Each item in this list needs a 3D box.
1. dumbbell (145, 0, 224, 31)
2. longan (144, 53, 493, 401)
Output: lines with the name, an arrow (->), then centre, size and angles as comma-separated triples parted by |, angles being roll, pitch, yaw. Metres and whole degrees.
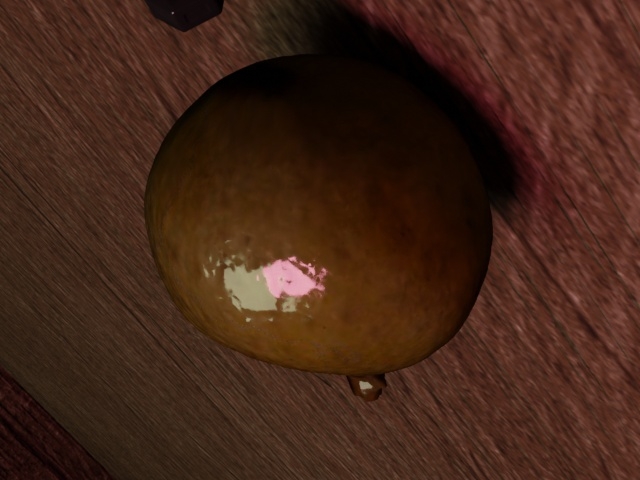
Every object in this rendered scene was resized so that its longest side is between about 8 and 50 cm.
dumbbell -> -0.071, -0.133, 0.818 | 0.036, 0.040, 0.083 | -1, 148, 19
longan -> 0.000, 0.000, 0.799 | 0.155, 0.145, 0.176 | -129, 23, -57
